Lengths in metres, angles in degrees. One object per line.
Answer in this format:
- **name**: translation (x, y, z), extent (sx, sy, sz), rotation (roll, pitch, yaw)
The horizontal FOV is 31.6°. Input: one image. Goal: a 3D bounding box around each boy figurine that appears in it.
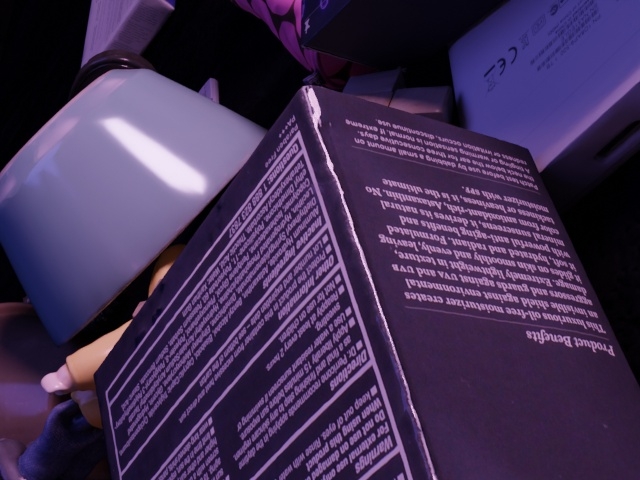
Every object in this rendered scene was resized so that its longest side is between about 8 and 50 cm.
- **boy figurine**: translation (-0.188, 0.125, 1.059), extent (0.092, 0.177, 0.285), rotation (44, 101, 26)

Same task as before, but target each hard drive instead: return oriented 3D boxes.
- **hard drive**: translation (0.168, -0.199, 0.777), extent (0.233, 0.047, 0.353), rotation (-47, 35, 42)

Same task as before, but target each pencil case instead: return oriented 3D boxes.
- **pencil case**: translation (-0.018, -0.217, 1.061), extent (0.095, 0.098, 0.209), rotation (-32, 47, -8)

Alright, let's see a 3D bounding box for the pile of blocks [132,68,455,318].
- **pile of blocks**: translation (0.000, 0.000, 0.913), extent (0.362, 0.149, 0.113), rotation (-42, 14, 34)

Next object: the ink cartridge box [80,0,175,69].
- **ink cartridge box**: translation (-0.279, -0.446, 1.819), extent (0.330, 0.071, 0.324), rotation (-40, 39, 43)

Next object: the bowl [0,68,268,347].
- **bowl**: translation (-0.214, -0.058, 1.159), extent (0.311, 0.163, 0.311), rotation (-43, 8, 8)

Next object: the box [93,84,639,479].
- **box**: translation (0.021, 0.130, 0.652), extent (0.296, 0.182, 0.294), rotation (-50, 42, 37)

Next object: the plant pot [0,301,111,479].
- **plant pot**: translation (-0.307, 0.191, 1.266), extent (0.229, 0.263, 0.263), rotation (-10, 63, 43)

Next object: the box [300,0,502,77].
- **box**: translation (0.089, -0.258, 0.785), extent (0.261, 0.103, 0.184), rotation (-34, 53, 53)

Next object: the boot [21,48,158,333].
- **boot**: translation (-0.298, -0.052, 1.504), extent (0.260, 0.131, 0.348), rotation (-97, 24, -54)

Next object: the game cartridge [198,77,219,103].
- **game cartridge**: translation (-0.151, -0.162, 1.426), extent (0.083, 0.017, 0.056), rotation (-50, 36, 37)
